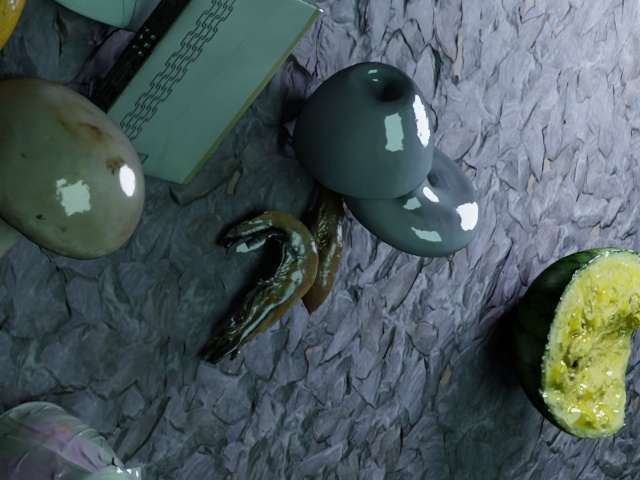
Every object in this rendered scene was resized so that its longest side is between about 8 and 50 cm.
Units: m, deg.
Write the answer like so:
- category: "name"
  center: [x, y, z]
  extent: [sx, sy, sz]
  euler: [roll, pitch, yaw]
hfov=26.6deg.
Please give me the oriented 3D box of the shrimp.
- category: "shrimp"
  center: [-0.090, 0.058, 1.731]
  extent: [0.219, 0.046, 0.152]
  euler: [-49, 130, -13]

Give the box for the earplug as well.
- category: "earplug"
  center: [0.099, -0.104, 1.774]
  extent: [0.175, 0.214, 0.325]
  euler: [-32, 138, 17]

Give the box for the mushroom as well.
- category: "mushroom"
  center: [-0.291, -0.050, 1.354]
  extent: [0.215, 0.207, 0.207]
  euler: [-40, 146, 18]

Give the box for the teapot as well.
- category: "teapot"
  center: [-0.306, 0.280, 1.466]
  extent: [0.222, 0.178, 0.163]
  euler: [-6, 110, -48]

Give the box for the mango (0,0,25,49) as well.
- category: "mango"
  center: [-0.346, -0.224, 1.254]
  extent: [0.157, 0.109, 0.262]
  euler: [0, 107, -55]

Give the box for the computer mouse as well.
- category: "computer mouse"
  center: [-0.207, -0.279, 1.434]
  extent: [0.229, 0.068, 0.113]
  euler: [4, 104, -51]

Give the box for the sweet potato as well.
- category: "sweet potato"
  center: [0.000, 0.000, 1.821]
  extent: [0.068, 0.060, 0.205]
  euler: [10, 89, -44]

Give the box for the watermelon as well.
- category: "watermelon"
  center: [0.430, 0.163, 2.317]
  extent: [0.331, 0.189, 0.330]
  euler: [-5, 99, -36]

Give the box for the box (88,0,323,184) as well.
- category: "box"
  center: [-0.142, -0.187, 1.490]
  extent: [0.211, 0.045, 0.270]
  euler: [12, 123, -52]
